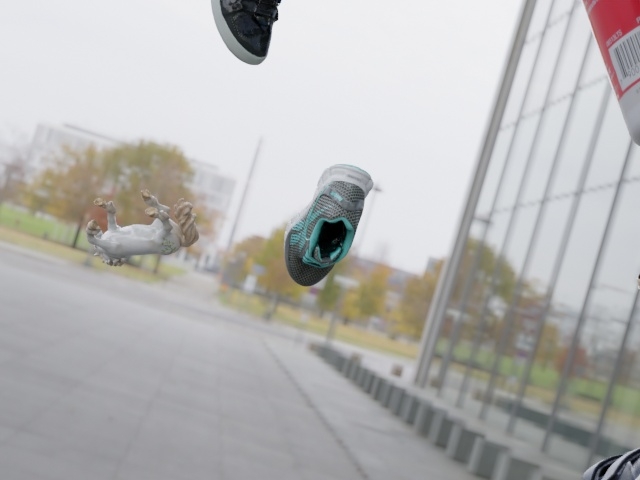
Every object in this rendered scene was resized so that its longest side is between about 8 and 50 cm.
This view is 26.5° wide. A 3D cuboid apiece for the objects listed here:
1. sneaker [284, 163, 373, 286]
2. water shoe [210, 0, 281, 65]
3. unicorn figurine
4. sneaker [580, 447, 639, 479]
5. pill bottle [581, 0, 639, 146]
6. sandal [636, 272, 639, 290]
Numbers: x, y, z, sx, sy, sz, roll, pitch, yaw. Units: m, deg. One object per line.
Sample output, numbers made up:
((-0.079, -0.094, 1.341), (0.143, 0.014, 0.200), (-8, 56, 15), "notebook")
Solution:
((0.000, 0.000, 1.349), (0.065, 0.076, 0.166), (16, -43, -7), "sneaker")
((-0.061, -0.280, 1.363), (0.080, 0.203, 0.073), (-9, -11, 40), "water shoe")
((-0.207, -0.007, 1.471), (0.162, 0.060, 0.111), (7, -31, 19), "unicorn figurine")
((0.378, 0.310, 1.660), (0.126, 0.321, 0.127), (-18, 52, -23), "sneaker")
((0.393, -0.325, 1.511), (0.229, 0.408, 0.229), (-15, -12, -3), "pill bottle")
((0.407, 0.041, 1.624), (0.049, 0.180, 0.072), (21, -40, -33), "sandal")
